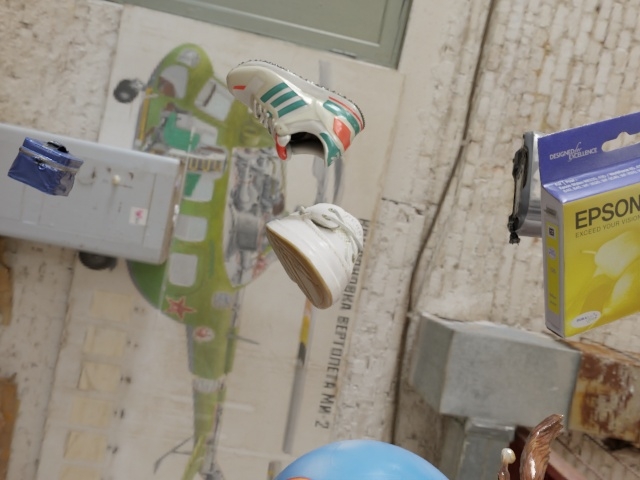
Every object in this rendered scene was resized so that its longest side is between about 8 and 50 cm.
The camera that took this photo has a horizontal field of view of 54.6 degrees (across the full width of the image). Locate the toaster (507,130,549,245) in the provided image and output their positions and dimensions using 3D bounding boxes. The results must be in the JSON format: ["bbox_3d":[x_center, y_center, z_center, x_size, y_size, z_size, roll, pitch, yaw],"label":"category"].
[{"bbox_3d":[0.433,-0.090,1.148,0.129,0.146,0.227,80,20,-65],"label":"toaster"}]

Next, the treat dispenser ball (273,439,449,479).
[{"bbox_3d":[0.050,0.383,0.723,0.288,0.288,0.288,-169,-90,-82],"label":"treat dispenser ball"}]

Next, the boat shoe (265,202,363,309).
[{"bbox_3d":[0.000,0.000,0.677,0.098,0.096,0.277,61,-6,-10],"label":"boat shoe"}]

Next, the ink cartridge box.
[{"bbox_3d":[0.478,-0.035,0.942,0.072,0.303,0.307,-132,-151,-63],"label":"ink cartridge box"}]

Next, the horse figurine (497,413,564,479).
[{"bbox_3d":[0.179,0.287,0.518,0.174,0.066,0.263,-12,99,-71],"label":"horse figurine"}]

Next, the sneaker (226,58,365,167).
[{"bbox_3d":[-0.039,-0.127,0.633,0.075,0.161,0.057,-58,164,-21],"label":"sneaker"}]

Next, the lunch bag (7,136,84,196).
[{"bbox_3d":[-0.360,-0.101,0.817,0.065,0.067,0.098,-65,-172,0],"label":"lunch bag"}]
